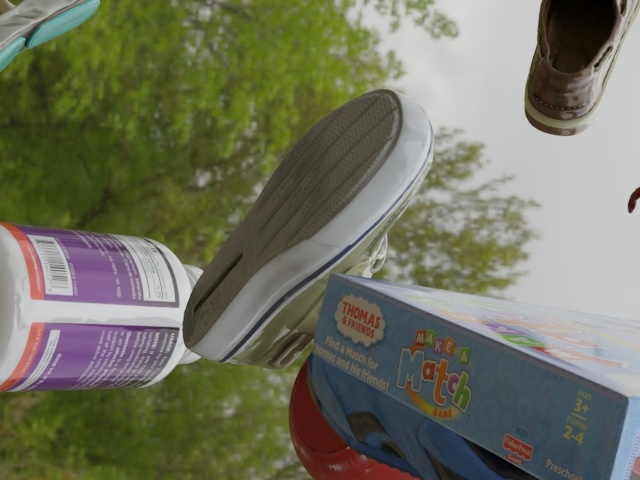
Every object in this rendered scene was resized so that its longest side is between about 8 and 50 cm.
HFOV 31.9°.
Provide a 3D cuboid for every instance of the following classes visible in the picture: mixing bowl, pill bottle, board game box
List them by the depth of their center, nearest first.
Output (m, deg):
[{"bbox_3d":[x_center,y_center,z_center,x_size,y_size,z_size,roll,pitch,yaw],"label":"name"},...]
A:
[{"bbox_3d":[0.127,0.058,0.417,0.160,0.212,0.039,21,-80,58],"label":"board game box"},{"bbox_3d":[0.041,0.134,0.871,0.181,0.098,0.181,-20,-121,38],"label":"mixing bowl"},{"bbox_3d":[-0.272,0.079,1.264,0.182,0.323,0.181,-6,-99,40],"label":"pill bottle"}]

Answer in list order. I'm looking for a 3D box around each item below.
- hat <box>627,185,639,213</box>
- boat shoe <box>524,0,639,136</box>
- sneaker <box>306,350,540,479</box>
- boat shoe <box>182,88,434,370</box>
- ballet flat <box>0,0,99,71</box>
[{"bbox_3d":[0.314,-0.070,0.762,0.184,0.208,0.172,-19,-126,24],"label":"hat"},{"bbox_3d":[0.245,-0.221,1.010,0.095,0.095,0.257,74,27,-60],"label":"boat shoe"},{"bbox_3d":[0.061,0.077,0.524,0.209,0.069,0.082,36,-39,50],"label":"sneaker"},{"bbox_3d":[0.000,0.000,0.859,0.302,0.094,0.109,-45,-144,40],"label":"boat shoe"},{"bbox_3d":[-0.289,-0.197,1.026,0.072,0.068,0.213,-38,-172,46],"label":"ballet flat"}]
